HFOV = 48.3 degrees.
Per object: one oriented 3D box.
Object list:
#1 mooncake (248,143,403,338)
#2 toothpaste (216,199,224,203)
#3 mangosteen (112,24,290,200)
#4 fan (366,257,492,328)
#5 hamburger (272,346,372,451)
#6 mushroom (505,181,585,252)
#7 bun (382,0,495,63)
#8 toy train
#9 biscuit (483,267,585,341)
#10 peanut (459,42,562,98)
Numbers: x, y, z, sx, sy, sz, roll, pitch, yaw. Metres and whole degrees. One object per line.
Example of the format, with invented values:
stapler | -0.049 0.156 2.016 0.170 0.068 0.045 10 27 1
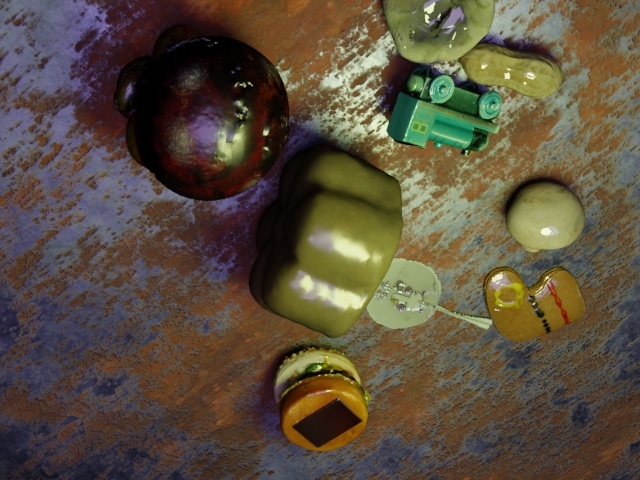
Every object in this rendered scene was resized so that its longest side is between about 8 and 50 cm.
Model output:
mooncake | 0.000 0.000 1.767 0.262 0.467 0.467 21 111 -18
toothpaste | -0.223 -0.196 1.870 0.089 0.057 0.234 42 111 -15
mangosteen | -0.265 -0.297 1.664 0.381 0.421 0.381 -27 137 -29
fan | 0.315 0.188 2.109 0.415 0.012 0.233 22 112 -11
hamburger | -0.001 0.455 2.093 0.291 0.225 0.291 -4 122 -6
mushroom | 0.603 -0.045 1.924 0.206 0.206 0.209 -5 115 -2
bun | 0.281 -0.547 1.684 0.273 0.168 0.272 2 115 3
toy train | 0.317 -0.312 1.780 0.298 0.120 0.194 10 109 -31
biscuit | 0.632 0.171 2.104 0.277 0.052 0.262 -21 115 5
peanut | 0.477 -0.421 1.777 0.275 0.125 0.111 9 114 -9
